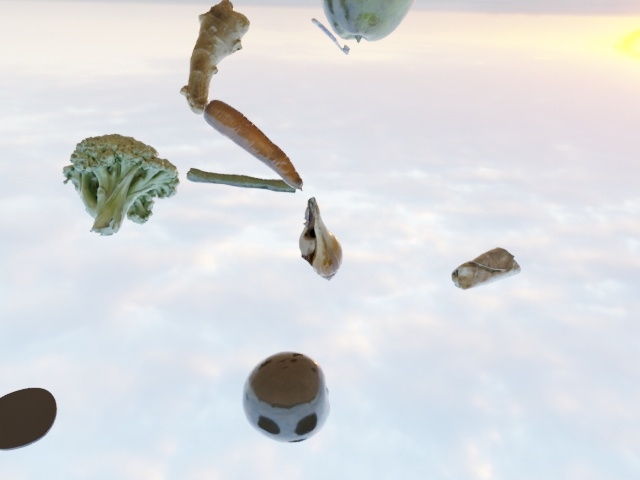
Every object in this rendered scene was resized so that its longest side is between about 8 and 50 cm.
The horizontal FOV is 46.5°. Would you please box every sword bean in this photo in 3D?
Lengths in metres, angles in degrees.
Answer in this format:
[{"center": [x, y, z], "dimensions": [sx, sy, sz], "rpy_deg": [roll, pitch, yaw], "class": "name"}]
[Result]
[{"center": [-0.185, -0.141, 1.775], "dimensions": [0.269, 0.038, 0.043], "rpy_deg": [6, 159, -14], "class": "sword bean"}]

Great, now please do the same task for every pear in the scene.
[{"center": [0.124, -0.646, 1.822], "dimensions": [0.268, 0.322, 0.269], "rpy_deg": [15, -167, -3], "class": "pear"}]

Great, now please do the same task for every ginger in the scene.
[{"center": [-0.262, -0.446, 1.830], "dimensions": [0.131, 0.295, 0.086], "rpy_deg": [15, 174, 0], "class": "ginger"}]

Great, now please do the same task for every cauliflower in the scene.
[{"center": [-0.547, -0.143, 2.021], "dimensions": [0.326, 0.281, 0.260], "rpy_deg": [7, 175, 17], "class": "cauliflower"}]

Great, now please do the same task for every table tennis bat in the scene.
[{"center": [-0.769, 0.440, 1.798], "dimensions": [0.274, 0.021, 0.154], "rpy_deg": [-14, -126, -2], "class": "table tennis bat"}]

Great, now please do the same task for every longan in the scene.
[{"center": [-0.076, 0.351, 1.655], "dimensions": [0.196, 0.220, 0.197], "rpy_deg": [-9, -141, 7], "class": "longan"}]

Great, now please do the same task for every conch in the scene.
[{"center": [0.003, -0.003, 1.986], "dimensions": [0.109, 0.331, 0.093], "rpy_deg": [18, -132, 27], "class": "conch"}]

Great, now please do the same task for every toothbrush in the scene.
[{"center": [0.036, -0.627, 2.293], "dimensions": [0.024, 0.026, 0.288], "rpy_deg": [31, -174, 23], "class": "toothbrush"}]

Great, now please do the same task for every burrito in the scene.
[{"center": [0.397, 0.068, 1.789], "dimensions": [0.225, 0.060, 0.087], "rpy_deg": [-16, -113, -44], "class": "burrito"}]

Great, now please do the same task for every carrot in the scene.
[{"center": [-0.122, -0.182, 1.420], "dimensions": [0.247, 0.059, 0.059], "rpy_deg": [39, -161, -3], "class": "carrot"}]
